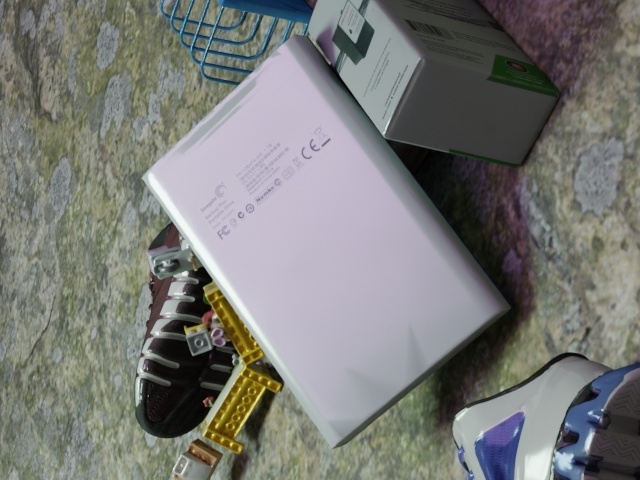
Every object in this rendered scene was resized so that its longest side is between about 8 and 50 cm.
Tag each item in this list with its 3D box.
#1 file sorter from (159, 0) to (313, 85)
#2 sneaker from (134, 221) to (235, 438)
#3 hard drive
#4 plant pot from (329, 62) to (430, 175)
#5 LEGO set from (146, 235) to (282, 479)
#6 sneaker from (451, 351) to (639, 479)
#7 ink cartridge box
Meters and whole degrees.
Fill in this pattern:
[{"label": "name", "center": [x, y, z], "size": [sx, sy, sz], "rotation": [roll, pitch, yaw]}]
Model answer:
[{"label": "file sorter", "center": [-0.100, -0.258, 1.971], "size": [0.170, 0.118, 0.104], "rotation": [56, 132, 50]}, {"label": "sneaker", "center": [-0.161, 0.087, 1.991], "size": [0.162, 0.106, 0.281], "rotation": [0, 71, 65]}, {"label": "hard drive", "center": [0.000, 0.000, 1.583], "size": [0.210, 0.040, 0.318], "rotation": [-41, 75, 19]}, {"label": "plant pot", "center": [0.024, -0.080, 1.675], "size": [0.165, 0.167, 0.167], "rotation": [-53, 38, 23]}, {"label": "LEGO set", "center": [-0.111, 0.124, 1.878], "size": [0.107, 0.132, 0.287], "rotation": [-117, 21, -69]}, {"label": "sneaker", "center": [0.173, 0.224, 1.362], "size": [0.182, 0.127, 0.315], "rotation": [30, 99, 62]}, {"label": "ink cartridge box", "center": [0.097, -0.166, 1.572], "size": [0.087, 0.153, 0.208], "rotation": [-64, 32, 25]}]
